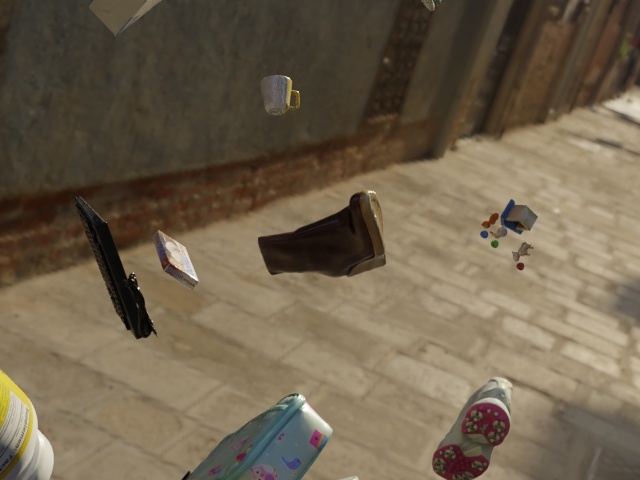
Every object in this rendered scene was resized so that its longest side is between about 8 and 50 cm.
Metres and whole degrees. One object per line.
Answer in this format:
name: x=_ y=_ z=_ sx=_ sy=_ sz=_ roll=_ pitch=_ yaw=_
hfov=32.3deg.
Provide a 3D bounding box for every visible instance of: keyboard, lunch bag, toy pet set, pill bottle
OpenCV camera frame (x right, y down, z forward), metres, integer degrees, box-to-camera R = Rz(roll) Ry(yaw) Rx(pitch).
keyboard: x=-0.388 y=0.076 z=2.111 sx=0.033 sy=0.317 sz=0.201 roll=-33 pitch=47 yaw=-21
lunch bag: x=-0.114 y=0.361 z=1.765 sx=0.108 sy=0.279 sz=0.224 roll=46 pitch=50 yaw=-6
toy pet set: x=0.349 y=-0.021 z=2.091 sx=0.122 sy=0.114 sz=0.065 roll=40 pitch=-17 yaw=-26
pill bottle: x=-0.501 y=0.237 z=1.482 sx=0.188 sy=0.188 sz=0.334 roll=32 pitch=-21 yaw=39

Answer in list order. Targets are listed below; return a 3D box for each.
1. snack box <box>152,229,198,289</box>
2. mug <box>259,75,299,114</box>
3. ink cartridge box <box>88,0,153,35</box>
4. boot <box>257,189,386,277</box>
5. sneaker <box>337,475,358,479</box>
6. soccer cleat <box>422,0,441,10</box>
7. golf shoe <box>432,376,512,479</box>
snack box: x=-0.260 y=0.033 z=1.976 sx=0.064 sy=0.022 sz=0.178 roll=36 pitch=7 yaw=-23
mug: x=-0.078 y=-0.280 z=2.156 sx=0.078 sy=0.064 sz=0.062 roll=-2 pitch=-18 yaw=-4
ink cartridge box: x=-0.312 y=-0.493 z=2.055 sx=0.078 sy=0.134 sz=0.231 roll=46 pitch=49 yaw=-10
boot: x=0.000 y=0.000 z=1.796 sx=0.207 sy=0.090 sz=0.248 roll=-4 pitch=-25 yaw=4
sneaker: x=0.013 y=0.511 z=1.918 sx=0.108 sy=0.169 sz=0.292 roll=-12 pitch=-16 yaw=-25
soccer cleat: x=0.291 y=-0.500 z=1.884 sx=0.331 sy=0.143 sz=0.116 roll=-18 pitch=15 yaw=38
golf shoe: x=0.340 y=0.415 z=2.406 sx=0.115 sy=0.306 sz=0.140 roll=29 pitch=44 yaw=1
